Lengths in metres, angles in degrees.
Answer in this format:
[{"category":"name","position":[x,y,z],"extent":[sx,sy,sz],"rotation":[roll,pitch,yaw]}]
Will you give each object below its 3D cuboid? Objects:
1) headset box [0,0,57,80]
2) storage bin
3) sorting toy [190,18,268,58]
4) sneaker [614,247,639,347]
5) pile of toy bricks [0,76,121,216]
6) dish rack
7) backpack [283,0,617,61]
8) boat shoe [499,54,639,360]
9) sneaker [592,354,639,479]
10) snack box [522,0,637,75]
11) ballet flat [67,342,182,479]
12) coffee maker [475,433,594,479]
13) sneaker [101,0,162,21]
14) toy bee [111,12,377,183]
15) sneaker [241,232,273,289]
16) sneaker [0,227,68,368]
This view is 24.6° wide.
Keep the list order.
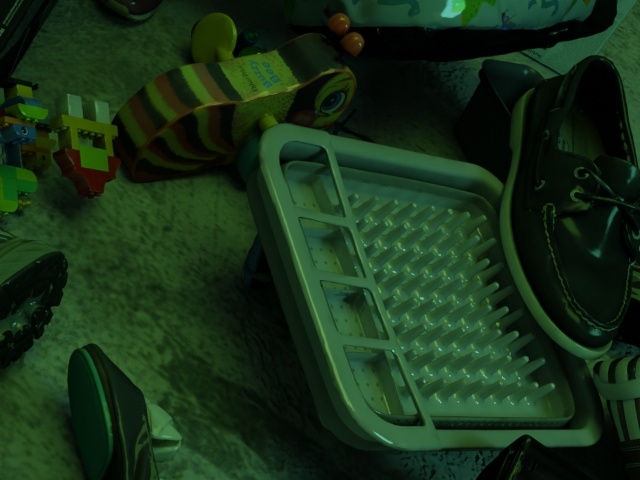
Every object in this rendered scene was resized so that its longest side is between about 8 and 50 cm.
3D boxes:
[{"category":"headset box","position":[-0.341,-0.301,1.232],"extent":[0.293,0.218,0.110],"rotation":[30,-5,-4]},{"category":"storage bin","position":[0.204,-0.108,1.531],"extent":[0.098,0.091,0.135],"rotation":[3,47,-34]},{"category":"sorting toy","position":[-0.087,-0.179,1.446],"extent":[0.102,0.042,0.061],"rotation":[39,51,-13]},{"category":"sneaker","position":[0.334,0.059,1.447],"extent":[0.283,0.107,0.124],"rotation":[5,49,-19]},{"category":"pile of toy bricks","position":[-0.263,-0.062,1.150],"extent":[0.212,0.118,0.105],"rotation":[8,70,-52]},{"category":"dish rack","position":[0.080,0.055,1.217],"extent":[0.333,0.072,0.285],"rotation":[7,54,-45]},{"category":"backpack","position":[0.106,-0.283,1.470],"extent":[0.290,0.273,0.355],"rotation":[13,29,33]},{"category":"boat shoe","position":[0.246,-0.046,1.332],"extent":[0.127,0.113,0.340],"rotation":[33,38,-18]},{"category":"sneaker","position":[0.335,0.192,1.317],"extent":[0.281,0.106,0.162],"rotation":[11,69,-48]},{"category":"snack box","position":[0.215,-0.341,1.716],"extent":[0.322,0.187,0.060],"rotation":[29,37,-7]},{"category":"ballet flat","position":[-0.126,0.163,1.011],"extent":[0.074,0.074,0.203],"rotation":[6,51,-32]},{"category":"coffee maker","position":[0.198,0.227,1.092],"extent":[0.178,0.171,0.120],"rotation":[32,37,-1]},{"category":"sneaker","position":[-0.162,-0.288,1.466],"extent":[0.070,0.084,0.185],"rotation":[31,37,-3]},{"category":"toy bee","position":[-0.042,-0.141,1.333],"extent":[0.195,0.162,0.298],"rotation":[41,38,13]},{"category":"sneaker","position":[0.000,0.000,1.283],"extent":[0.078,0.067,0.188],"rotation":[41,35,18]},{"category":"sneaker","position":[-0.303,0.065,0.986],"extent":[0.122,0.110,0.283],"rotation":[26,31,20]}]
